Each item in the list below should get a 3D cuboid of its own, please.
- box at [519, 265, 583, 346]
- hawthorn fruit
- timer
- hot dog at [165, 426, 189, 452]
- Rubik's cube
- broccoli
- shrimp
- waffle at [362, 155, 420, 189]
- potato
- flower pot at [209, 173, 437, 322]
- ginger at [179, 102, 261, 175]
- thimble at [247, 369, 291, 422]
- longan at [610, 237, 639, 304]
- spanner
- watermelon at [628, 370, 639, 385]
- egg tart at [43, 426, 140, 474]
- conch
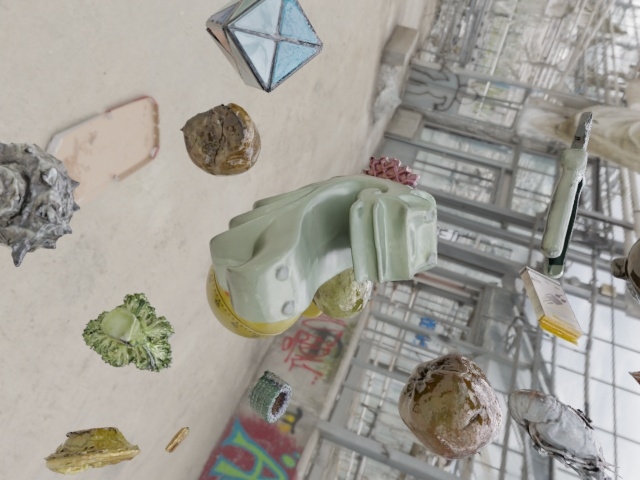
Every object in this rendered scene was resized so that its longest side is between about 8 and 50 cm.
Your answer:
[{"bbox_3d":[0.634,0.174,1.380,0.033,0.129,0.247,-58,-169,31],"label":"box"},{"bbox_3d":[0.377,0.477,1.404,0.268,0.301,0.268,-38,-173,5],"label":"hawthorn fruit"},{"bbox_3d":[-0.172,0.130,1.627,0.387,0.376,0.376,-38,-174,29],"label":"timer"},{"bbox_3d":[-0.389,0.538,1.361,0.083,0.021,0.037,-48,144,-18],"label":"hot dog"},{"bbox_3d":[-0.184,-0.656,1.608,0.246,0.250,0.248,-41,126,-5],"label":"Rubik's cube"},{"bbox_3d":[-0.565,0.250,1.433,0.221,0.252,0.361,-42,157,-20],"label":"broccoli"},{"bbox_3d":[0.568,0.467,1.160,0.145,0.343,0.116,-44,-175,41],"label":"shrimp"},{"bbox_3d":[0.198,-0.143,1.562,0.055,0.221,0.234,0,117,-48],"label":"waffle"},{"bbox_3d":[0.049,0.035,1.396,0.270,0.219,0.359,30,55,-61],"label":"potato"},{"bbox_3d":[0.000,0.000,0.825,0.368,0.254,0.164,-18,113,-24],"label":"flower pot"},{"bbox_3d":[-0.276,-0.301,1.539,0.223,0.269,0.200,-23,99,-59],"label":"ginger"},{"bbox_3d":[-0.149,0.461,1.475,0.118,0.090,0.135,-44,148,-37],"label":"thimble"},{"bbox_3d":[0.890,0.090,1.242,0.300,0.300,0.243,84,24,-63],"label":"longan"},{"bbox_3d":[0.407,-0.092,0.819,0.324,0.040,0.095,-63,144,-26],"label":"spanner"},{"bbox_3d":[0.812,0.365,1.227,0.098,0.158,0.121,-127,-143,-71],"label":"watermelon"},{"bbox_3d":[-0.609,0.560,1.348,0.241,0.241,0.105,81,-1,-66],"label":"egg tart"},{"bbox_3d":[-0.614,-0.089,0.994,0.186,0.313,0.240,-35,122,-46],"label":"conch"}]
